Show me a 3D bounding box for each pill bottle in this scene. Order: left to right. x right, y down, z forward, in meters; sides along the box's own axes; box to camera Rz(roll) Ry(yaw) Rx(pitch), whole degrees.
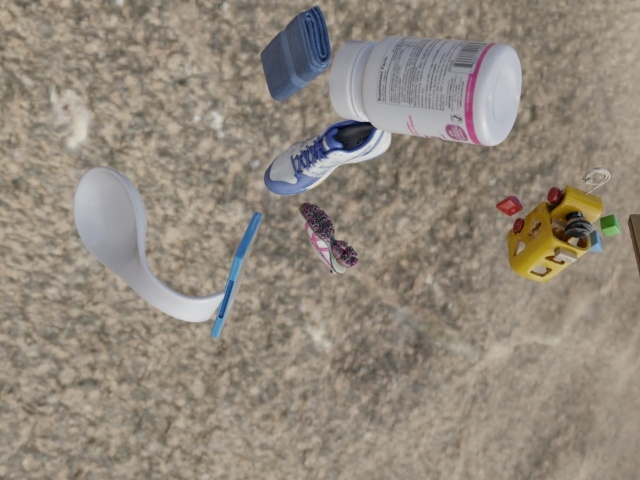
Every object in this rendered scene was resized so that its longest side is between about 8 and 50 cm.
[{"bbox_3d":[0.167,-0.249,1.444,0.160,0.283,0.160,-27,124,-51],"label":"pill bottle"}]

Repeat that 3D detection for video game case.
[{"bbox_3d":[-0.128,0.053,1.347,0.119,0.015,0.166,-71,-179,-53],"label":"video game case"}]

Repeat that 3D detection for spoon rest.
[{"bbox_3d":[-0.258,0.009,1.245,0.084,0.276,0.137,-23,151,-56],"label":"spoon rest"}]

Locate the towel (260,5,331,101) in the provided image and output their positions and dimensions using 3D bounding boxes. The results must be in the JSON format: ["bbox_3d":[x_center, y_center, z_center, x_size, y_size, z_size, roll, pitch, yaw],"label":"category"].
[{"bbox_3d":[-0.024,-0.194,0.939,0.029,0.119,0.067,-9,84,-28],"label":"towel"}]

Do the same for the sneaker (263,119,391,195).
[{"bbox_3d":[0.004,-0.197,1.896,0.111,0.297,0.131,64,5,14],"label":"sneaker"}]

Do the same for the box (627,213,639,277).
[{"bbox_3d":[0.509,0.028,1.132,0.164,0.201,0.021,-82,171,-47],"label":"box"}]

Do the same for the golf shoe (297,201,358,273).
[{"bbox_3d":[0.000,0.000,2.022,0.186,0.086,0.067,54,42,-6],"label":"golf shoe"}]

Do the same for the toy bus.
[{"bbox_3d":[0.407,-0.009,1.500,0.202,0.191,0.104,57,30,-49],"label":"toy bus"}]
